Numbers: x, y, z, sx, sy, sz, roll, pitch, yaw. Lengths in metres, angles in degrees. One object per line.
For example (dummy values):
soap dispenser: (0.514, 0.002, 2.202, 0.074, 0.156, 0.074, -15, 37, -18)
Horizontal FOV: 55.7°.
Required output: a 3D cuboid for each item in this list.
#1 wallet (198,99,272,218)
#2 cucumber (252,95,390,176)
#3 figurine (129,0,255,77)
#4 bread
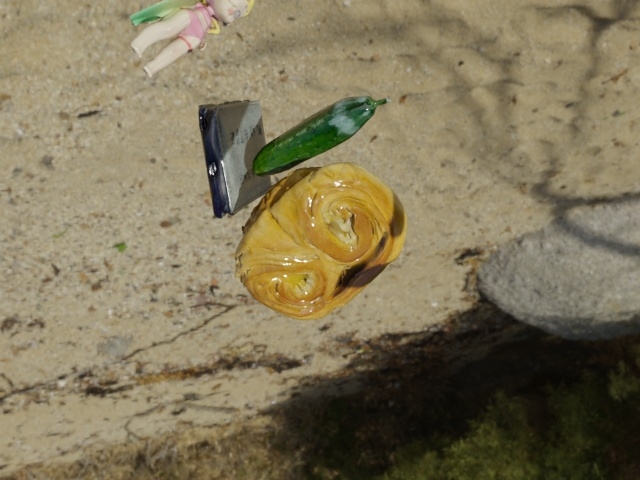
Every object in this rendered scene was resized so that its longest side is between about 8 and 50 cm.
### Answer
wallet: (-0.127, -0.135, 0.954, 0.036, 0.167, 0.222, -4, -166, 15)
cucumber: (-0.012, -0.145, 0.836, 0.250, 0.056, 0.056, -25, 160, 34)
figurine: (-0.143, -0.254, 0.677, 0.187, 0.083, 0.083, -51, 178, -24)
bread: (0.002, 0.001, 0.827, 0.236, 0.120, 0.198, -43, 128, 14)
